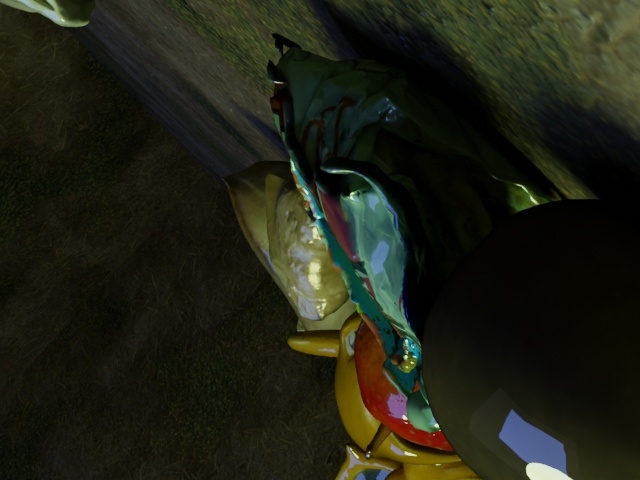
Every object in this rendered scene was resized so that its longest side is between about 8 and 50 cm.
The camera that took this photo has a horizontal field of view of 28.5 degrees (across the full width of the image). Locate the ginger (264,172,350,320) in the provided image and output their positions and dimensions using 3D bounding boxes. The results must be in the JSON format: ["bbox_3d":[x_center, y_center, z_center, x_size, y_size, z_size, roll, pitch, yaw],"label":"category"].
[{"bbox_3d":[0.000,0.004,1.549,0.122,0.115,0.193,-178,78,-79],"label":"ginger"}]

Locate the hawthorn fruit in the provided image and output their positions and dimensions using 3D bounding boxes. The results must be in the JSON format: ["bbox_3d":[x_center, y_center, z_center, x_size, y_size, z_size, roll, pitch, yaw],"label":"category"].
[{"bbox_3d":[0.112,0.109,1.107,0.196,0.225,0.196,42,-171,-9],"label":"hawthorn fruit"}]

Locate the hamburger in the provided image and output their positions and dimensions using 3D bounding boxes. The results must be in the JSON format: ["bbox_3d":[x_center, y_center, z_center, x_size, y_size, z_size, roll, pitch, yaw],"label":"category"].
[{"bbox_3d":[0.076,-0.015,0.860,0.276,0.150,0.261,-117,3,-53],"label":"hamburger"}]

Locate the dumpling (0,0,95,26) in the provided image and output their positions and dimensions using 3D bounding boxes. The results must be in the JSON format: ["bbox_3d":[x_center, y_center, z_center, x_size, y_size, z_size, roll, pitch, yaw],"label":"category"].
[{"bbox_3d":[-0.317,-0.335,1.321,0.252,0.131,0.179,52,-162,-15],"label":"dumpling"}]

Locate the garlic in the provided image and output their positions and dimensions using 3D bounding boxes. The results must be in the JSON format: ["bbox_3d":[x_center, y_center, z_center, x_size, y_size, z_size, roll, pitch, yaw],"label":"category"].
[{"bbox_3d":[-0.007,0.040,1.731,0.196,0.151,0.338,24,148,55],"label":"garlic"}]

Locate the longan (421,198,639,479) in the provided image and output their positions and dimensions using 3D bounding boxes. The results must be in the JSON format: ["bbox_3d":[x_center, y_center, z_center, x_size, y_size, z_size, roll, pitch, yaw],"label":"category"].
[{"bbox_3d":[0.144,0.066,0.677,0.189,0.189,0.189,42,176,3],"label":"longan"}]

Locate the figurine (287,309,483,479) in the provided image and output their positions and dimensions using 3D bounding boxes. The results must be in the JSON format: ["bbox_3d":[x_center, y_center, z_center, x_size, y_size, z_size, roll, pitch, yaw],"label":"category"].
[{"bbox_3d":[0.128,0.258,1.538,0.268,0.401,0.387,-14,-97,-66],"label":"figurine"}]
